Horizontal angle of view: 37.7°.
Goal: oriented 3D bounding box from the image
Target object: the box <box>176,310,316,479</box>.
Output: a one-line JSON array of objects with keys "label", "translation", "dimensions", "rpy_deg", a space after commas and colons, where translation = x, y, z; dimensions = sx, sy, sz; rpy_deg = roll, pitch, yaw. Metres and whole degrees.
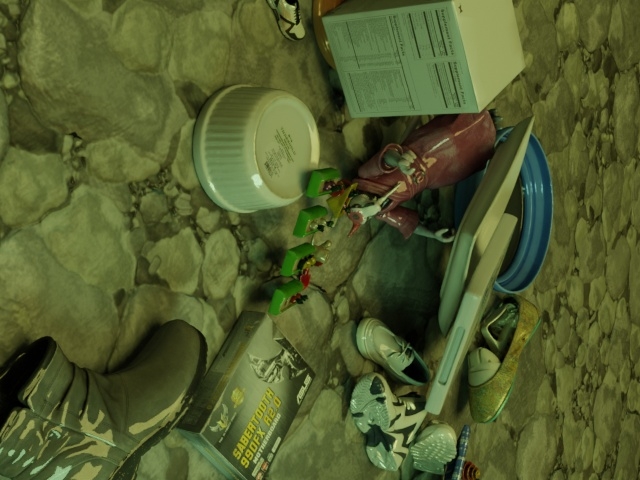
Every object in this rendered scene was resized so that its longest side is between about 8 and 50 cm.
[{"label": "box", "translation": [-0.114, 0.259, 1.525], "dimensions": [0.183, 0.056, 0.231], "rpy_deg": [57, 50, -39]}]

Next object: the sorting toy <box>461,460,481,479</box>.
[{"label": "sorting toy", "translation": [0.356, 0.557, 2.172], "dimensions": [0.061, 0.042, 0.102], "rpy_deg": [-58, 134, -32]}]

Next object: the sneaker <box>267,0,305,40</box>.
[{"label": "sneaker", "translation": [-0.051, -0.380, 1.576], "dimensions": [0.109, 0.043, 0.040], "rpy_deg": [56, 48, -40]}]

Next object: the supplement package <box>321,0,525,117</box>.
[{"label": "supplement package", "translation": [0.183, -0.346, 1.641], "dimensions": [0.199, 0.262, 0.198], "rpy_deg": [-44, 125, -41]}]

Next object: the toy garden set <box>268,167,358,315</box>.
[{"label": "toy garden set", "translation": [0.000, 0.000, 1.584], "dimensions": [0.204, 0.049, 0.244], "rpy_deg": [-23, 132, -73]}]

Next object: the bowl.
[{"label": "bowl", "translation": [0.432, -0.072, 2.203], "dimensions": [0.391, 0.077, 0.391], "rpy_deg": [-6, 97, -52]}]

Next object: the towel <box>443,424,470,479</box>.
[{"label": "towel", "translation": [0.250, 0.565, 1.951], "dimensions": [0.243, 0.040, 0.336], "rpy_deg": [85, 21, -68]}]

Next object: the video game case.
[{"label": "video game case", "translation": [0.304, 0.142, 1.878], "dimensions": [0.329, 0.036, 0.300], "rpy_deg": [-52, 159, -54]}]

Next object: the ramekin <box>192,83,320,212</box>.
[{"label": "ramekin", "translation": [-0.091, -0.145, 1.485], "dimensions": [0.207, 0.109, 0.207], "rpy_deg": [-6, 97, -53]}]

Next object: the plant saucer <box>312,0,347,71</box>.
[{"label": "plant saucer", "translation": [0.059, -0.406, 1.723], "dimensions": [0.200, 0.037, 0.200], "rpy_deg": [-7, 98, -53]}]

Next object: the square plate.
[{"label": "square plate", "translation": [0.316, -0.029, 1.849], "dimensions": [0.347, 0.049, 0.344], "rpy_deg": [95, 21, -54]}]

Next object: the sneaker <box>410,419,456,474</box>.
[{"label": "sneaker", "translation": [0.234, 0.405, 1.920], "dimensions": [0.235, 0.090, 0.095], "rpy_deg": [96, 11, -63]}]

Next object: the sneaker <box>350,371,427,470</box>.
[{"label": "sneaker", "translation": [0.143, 0.319, 1.837], "dimensions": [0.153, 0.094, 0.235], "rpy_deg": [-47, 128, -42]}]

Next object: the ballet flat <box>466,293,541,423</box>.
[{"label": "ballet flat", "translation": [0.405, 0.260, 2.175], "dimensions": [0.348, 0.123, 0.123], "rpy_deg": [-56, 133, -33]}]

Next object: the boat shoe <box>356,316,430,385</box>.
[{"label": "boat shoe", "translation": [0.151, 0.221, 1.848], "dimensions": [0.227, 0.081, 0.079], "rpy_deg": [47, 56, -44]}]

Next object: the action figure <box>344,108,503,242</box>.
[{"label": "action figure", "translation": [0.158, -0.144, 1.766], "dimensions": [0.370, 0.276, 0.248], "rpy_deg": [-32, 134, -20]}]

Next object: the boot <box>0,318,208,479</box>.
[{"label": "boot", "translation": [-0.295, 0.194, 1.244], "dimensions": [0.223, 0.118, 0.338], "rpy_deg": [54, 48, -33]}]
